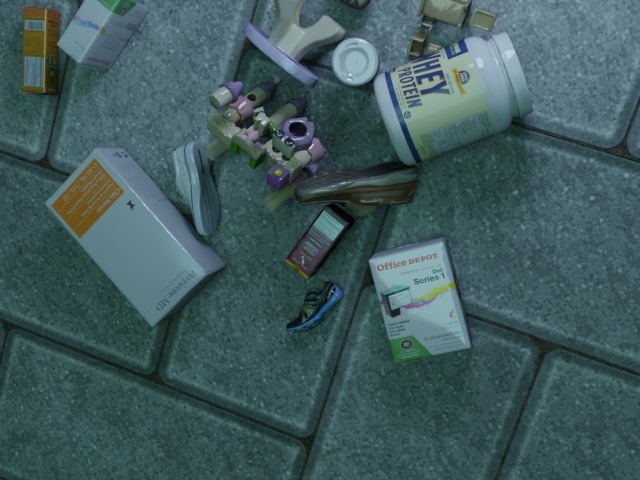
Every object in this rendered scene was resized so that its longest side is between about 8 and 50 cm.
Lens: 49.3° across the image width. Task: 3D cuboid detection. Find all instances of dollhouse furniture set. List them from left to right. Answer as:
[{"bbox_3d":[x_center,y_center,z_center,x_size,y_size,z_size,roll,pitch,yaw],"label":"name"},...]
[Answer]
[{"bbox_3d":[0.326,-0.517,1.719,0.181,0.101,0.161,22,126,9],"label":"dollhouse furniture set"}]

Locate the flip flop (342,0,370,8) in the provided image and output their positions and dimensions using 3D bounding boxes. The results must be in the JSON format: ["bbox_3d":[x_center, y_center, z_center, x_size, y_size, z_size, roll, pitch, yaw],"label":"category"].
[{"bbox_3d":[0.046,-0.695,1.755,0.112,0.080,0.277,-46,71,19],"label":"flip flop"}]

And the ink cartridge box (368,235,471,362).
[{"bbox_3d":[0.256,0.149,1.787,0.201,0.117,0.278,-14,93,14],"label":"ink cartridge box"}]

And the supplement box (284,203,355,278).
[{"bbox_3d":[0.000,0.000,1.832,0.080,0.104,0.188,38,103,6],"label":"supplement box"}]

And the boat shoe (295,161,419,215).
[{"bbox_3d":[0.098,-0.116,1.746,0.324,0.123,0.117,-9,113,-12],"label":"boat shoe"}]

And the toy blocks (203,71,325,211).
[{"bbox_3d":[-0.104,-0.290,1.750,0.288,0.309,0.260,41,61,13],"label":"toy blocks"}]

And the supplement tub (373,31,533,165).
[{"bbox_3d":[0.312,-0.337,1.653,0.324,0.235,0.236,-20,92,14],"label":"supplement tub"}]

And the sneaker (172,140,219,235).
[{"bbox_3d":[-0.344,-0.139,1.911,0.091,0.094,0.258,-8,91,32],"label":"sneaker"}]

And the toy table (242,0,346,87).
[{"bbox_3d":[-0.063,-0.514,1.723,0.274,0.252,0.161,46,107,25],"label":"toy table"}]

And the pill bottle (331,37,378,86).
[{"bbox_3d":[0.089,-0.435,1.710,0.111,0.187,0.112,1,103,5],"label":"pill bottle"}]

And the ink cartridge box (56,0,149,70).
[{"bbox_3d":[-0.581,-0.572,1.865,0.093,0.154,0.212,38,104,6],"label":"ink cartridge box"}]

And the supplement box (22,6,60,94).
[{"bbox_3d":[-0.785,-0.529,1.957,0.080,0.078,0.234,8,99,9],"label":"supplement box"}]

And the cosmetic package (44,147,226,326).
[{"bbox_3d":[-0.505,-0.015,1.916,0.230,0.161,0.453,-43,87,14],"label":"cosmetic package"}]

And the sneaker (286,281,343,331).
[{"bbox_3d":[-0.021,0.183,1.889,0.188,0.067,0.078,-44,65,16],"label":"sneaker"}]
